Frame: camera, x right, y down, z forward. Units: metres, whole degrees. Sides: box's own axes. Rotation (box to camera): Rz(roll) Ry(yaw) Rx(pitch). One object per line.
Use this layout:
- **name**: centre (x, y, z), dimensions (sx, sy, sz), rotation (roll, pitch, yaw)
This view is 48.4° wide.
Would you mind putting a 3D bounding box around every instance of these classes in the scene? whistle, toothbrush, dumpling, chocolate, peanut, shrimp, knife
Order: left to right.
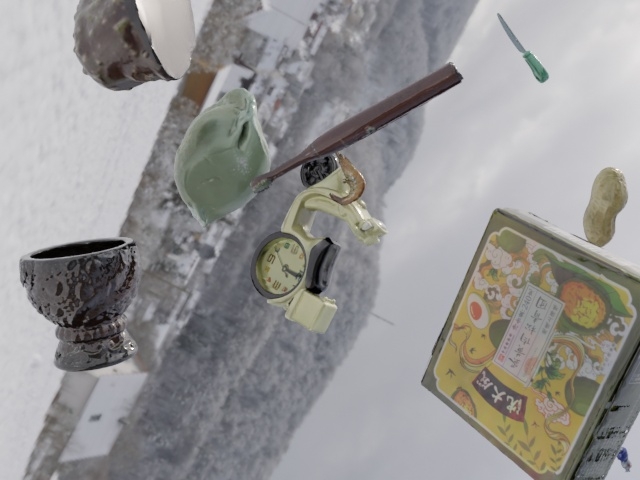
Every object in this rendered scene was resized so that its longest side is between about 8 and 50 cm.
- **chocolate**: centre (-0.411, -0.462, 1.517), dimensions (0.210, 0.225, 0.340), rotation (-16, -122, 21)
- **dumpling**: centre (-0.254, -0.212, 1.739), dimensions (0.320, 0.270, 0.212), rotation (-34, 175, 7)
- **shrimp**: centre (0.048, -0.138, 1.571), dimensions (0.091, 0.127, 0.025), rotation (-33, 157, 24)
- **toothbrush**: centre (0.044, -0.163, 1.066), dimensions (0.364, 0.041, 0.041), rotation (-27, -161, 18)
- **knife**: centre (0.628, -0.602, 2.224), dimensions (0.034, 0.260, 0.063), rotation (-36, -178, 7)
- **peanut**: centre (0.951, -0.106, 2.366), dimensions (0.125, 0.111, 0.275), rotation (35, -57, 55)
- **whistle**: centre (0.692, 0.491, 1.629), dimensions (0.029, 0.083, 0.033), rotation (-19, -168, 45)

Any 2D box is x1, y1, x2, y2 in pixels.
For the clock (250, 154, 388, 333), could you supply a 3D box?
- **clock**: centre (0.000, 0.000, 1.647), dimensions (0.120, 0.276, 0.379), rotation (20, 101, -58)

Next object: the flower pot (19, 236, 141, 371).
- **flower pot**: centre (-0.534, 0.145, 1.638), dimensions (0.266, 0.266, 0.267), rotation (-101, -176, -80)

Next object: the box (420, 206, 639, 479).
- **box**: centre (0.418, 0.193, 1.328), dimensions (0.373, 0.138, 0.420), rotation (36, -69, 46)
